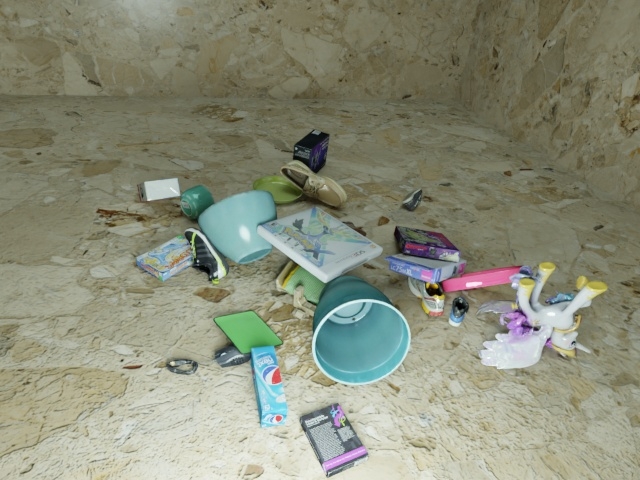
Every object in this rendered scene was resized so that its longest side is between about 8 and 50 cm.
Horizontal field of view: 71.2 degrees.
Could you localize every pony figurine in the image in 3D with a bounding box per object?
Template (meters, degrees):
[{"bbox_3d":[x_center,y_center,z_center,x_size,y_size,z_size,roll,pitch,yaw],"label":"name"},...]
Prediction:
[{"bbox_3d":[0.684,0.243,1.414,0.351,0.363,0.302,1,39,17],"label":"pony figurine"}]

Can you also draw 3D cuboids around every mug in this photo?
[{"bbox_3d":[-0.521,-0.146,1.852,0.129,0.157,0.097,47,48,9],"label":"mug"}]

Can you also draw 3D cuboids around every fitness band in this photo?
[{"bbox_3d":[0.584,0.139,1.601,0.291,0.054,0.209,-13,-5,18],"label":"fitness band"}]

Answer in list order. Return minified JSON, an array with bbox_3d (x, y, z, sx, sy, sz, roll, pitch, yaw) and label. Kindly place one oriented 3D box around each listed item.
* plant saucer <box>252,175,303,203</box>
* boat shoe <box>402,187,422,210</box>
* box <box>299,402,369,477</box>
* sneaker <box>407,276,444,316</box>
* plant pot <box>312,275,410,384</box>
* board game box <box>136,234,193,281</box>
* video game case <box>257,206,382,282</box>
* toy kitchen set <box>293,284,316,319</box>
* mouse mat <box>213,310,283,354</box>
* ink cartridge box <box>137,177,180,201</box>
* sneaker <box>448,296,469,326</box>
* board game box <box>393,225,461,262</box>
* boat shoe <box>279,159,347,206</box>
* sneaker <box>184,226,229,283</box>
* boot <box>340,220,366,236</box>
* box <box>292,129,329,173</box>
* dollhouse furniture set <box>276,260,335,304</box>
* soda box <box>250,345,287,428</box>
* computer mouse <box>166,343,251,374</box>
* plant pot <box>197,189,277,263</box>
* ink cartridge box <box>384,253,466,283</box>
[{"bbox_3d":[-0.202,-0.235,2.115,0.241,0.037,0.241,7,35,-5],"label":"plant saucer"},{"bbox_3d":[0.465,-0.204,2.221,0.064,0.075,0.206,58,36,-6],"label":"boat shoe"},{"bbox_3d":[0.031,0.495,1.121,0.116,0.029,0.162,-10,40,-26],"label":"box"},{"bbox_3d":[0.390,0.170,1.612,0.088,0.092,0.225,-3,32,-17],"label":"sneaker"},{"bbox_3d":[0.096,0.235,1.326,0.272,0.271,0.255,3,21,-9],"label":"plant pot"},{"bbox_3d":[-0.536,0.059,1.615,0.136,0.035,0.201,26,38,23],"label":"board game box"},{"bbox_3d":[0.000,0.000,1.538,0.329,0.036,0.300,34,37,30],"label":"video game case"},{"bbox_3d":[-0.056,0.208,1.473,0.083,0.075,0.068,23,38,27],"label":"toy kitchen set"},{"bbox_3d":[-0.220,0.276,1.360,0.153,0.007,0.190,-4,28,-42],"label":"mouse mat"},{"bbox_3d":[-0.689,-0.213,1.888,0.134,0.077,0.231,-13,10,-29],"label":"ink cartridge box"},{"bbox_3d":[0.492,0.225,1.565,0.058,0.084,0.152,23,36,19],"label":"sneaker"},{"bbox_3d":[0.416,0.007,1.792,0.208,0.056,0.347,14,13,0],"label":"board game box"},{"bbox_3d":[-0.038,-0.251,2.073,0.341,0.121,0.110,32,33,15],"label":"boat shoe"},{"bbox_3d":[-0.421,0.052,1.573,0.097,0.084,0.234,-36,74,-31],"label":"sneaker"},{"bbox_3d":[0.137,-0.054,1.931,0.119,0.042,0.087,13,26,-7],"label":"boot"},{"bbox_3d":[-0.051,-0.441,2.318,0.103,0.184,0.261,20,36,12],"label":"box"},{"bbox_3d":[-0.015,0.071,1.613,0.198,0.151,0.301,17,35,12],"label":"dollhouse furniture set"},{"bbox_3d":[-0.141,0.387,1.199,0.067,0.071,0.210,-3,36,-16],"label":"soda box"},{"bbox_3d":[-0.310,0.332,1.268,0.242,0.041,0.071,-7,38,-21],"label":"computer mouse"},{"bbox_3d":[-0.275,-0.029,1.635,0.290,0.290,0.195,-17,77,-33],"label":"plant pot"},{"bbox_3d":[0.384,0.092,1.636,0.186,0.065,0.311,17,13,37],"label":"ink cartridge box"}]
